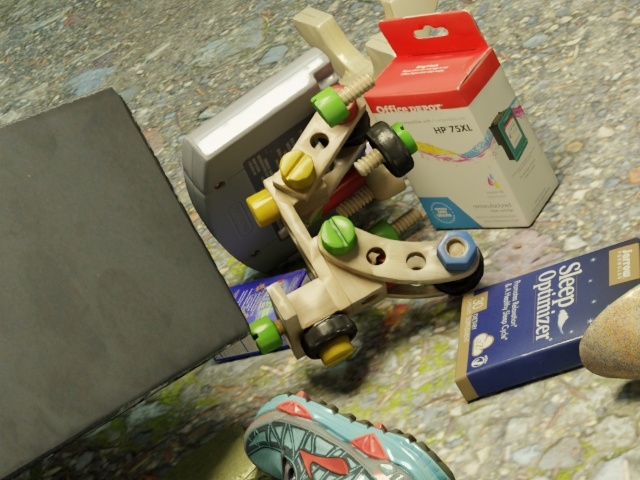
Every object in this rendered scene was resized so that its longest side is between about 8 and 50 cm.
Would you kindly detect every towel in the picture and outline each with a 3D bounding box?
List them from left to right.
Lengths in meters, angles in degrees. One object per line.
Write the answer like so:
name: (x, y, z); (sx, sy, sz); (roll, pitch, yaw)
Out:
towel: (-0.118, 0.244, 1.804); (0.148, 0.027, 0.110); (-38, 27, -11)

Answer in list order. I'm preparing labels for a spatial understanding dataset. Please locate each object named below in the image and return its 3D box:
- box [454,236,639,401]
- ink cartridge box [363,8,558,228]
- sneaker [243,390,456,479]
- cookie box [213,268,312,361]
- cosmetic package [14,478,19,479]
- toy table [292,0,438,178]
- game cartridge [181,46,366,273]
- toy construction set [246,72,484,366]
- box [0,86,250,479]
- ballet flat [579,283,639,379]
box: (0.237, 0.068, 1.738); (0.225, 0.036, 0.136); (-18, 30, 20)
ink cartridge box: (0.139, -0.124, 1.936); (0.134, 0.231, 0.078); (-2, 39, 43)
sneaker: (0.000, 0.218, 1.652); (0.125, 0.104, 0.262); (-47, 31, -24)
cookie box: (-0.066, 0.082, 2.004); (0.107, 0.040, 0.092); (-13, 31, 30)
cosmetic package: (-0.293, 0.349, 1.669); (0.151, 0.151, 0.184); (-30, 27, 4)
toy table: (0.063, -0.189, 2.198); (0.252, 0.161, 0.274); (-45, 32, -24)
game cartridge: (-0.047, -0.076, 2.004); (0.196, 0.294, 0.060); (-39, 64, -8)
toy construction set: (0.000, 0.000, 1.894); (0.237, 0.257, 0.309); (-36, 6, -5)
box: (-0.414, 0.125, 1.737); (0.471, 0.297, 0.480); (-31, -1, 37)
ballet flat: (0.371, 0.059, 1.554); (0.316, 0.107, 0.106); (-26, 35, 12)
